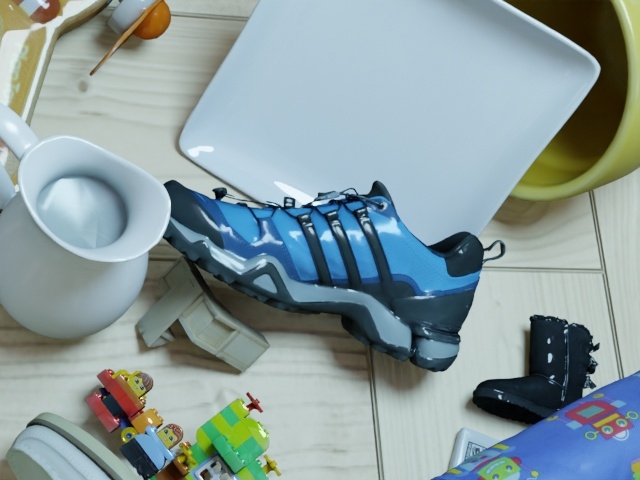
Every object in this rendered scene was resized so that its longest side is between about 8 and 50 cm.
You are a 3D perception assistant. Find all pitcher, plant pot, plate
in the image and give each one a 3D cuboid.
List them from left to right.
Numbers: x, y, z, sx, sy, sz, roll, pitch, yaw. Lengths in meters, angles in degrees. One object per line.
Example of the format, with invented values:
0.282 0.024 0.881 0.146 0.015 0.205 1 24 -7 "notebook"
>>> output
-0.211 -0.017 1.005 0.178 0.207 0.125 42 63 2 "pitcher"
0.054 -0.121 1.132 0.278 0.277 0.045 32 26 -4 "plate"
0.261 -0.182 1.216 0.239 0.254 0.254 -17 75 -39 "plant pot"

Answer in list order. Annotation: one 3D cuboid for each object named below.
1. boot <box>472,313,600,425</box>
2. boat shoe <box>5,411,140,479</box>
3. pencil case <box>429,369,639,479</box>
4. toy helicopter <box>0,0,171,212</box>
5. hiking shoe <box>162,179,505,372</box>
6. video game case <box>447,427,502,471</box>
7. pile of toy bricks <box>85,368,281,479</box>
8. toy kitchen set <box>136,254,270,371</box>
0.196 0.115 1.173 0.121 0.045 0.099 18 67 -18 "boot"
-0.149 0.269 0.965 0.103 0.113 0.302 -35 83 -32 "boat shoe"
0.232 0.199 1.091 0.306 0.119 0.133 -21 122 -26 "pencil case"
-0.240 -0.190 1.132 0.235 0.140 0.355 16 76 -21 "toy helicopter"
0.000 0.000 1.101 0.304 0.113 0.132 24 90 -20 "hiking shoe"
0.167 0.259 1.122 0.143 0.019 0.157 22 63 -8 "video game case"
-0.084 0.166 1.016 0.105 0.118 0.212 -38 85 -8 "pile of toy bricks"
-0.105 0.074 1.107 0.068 0.075 0.083 -44 47 9 "toy kitchen set"
